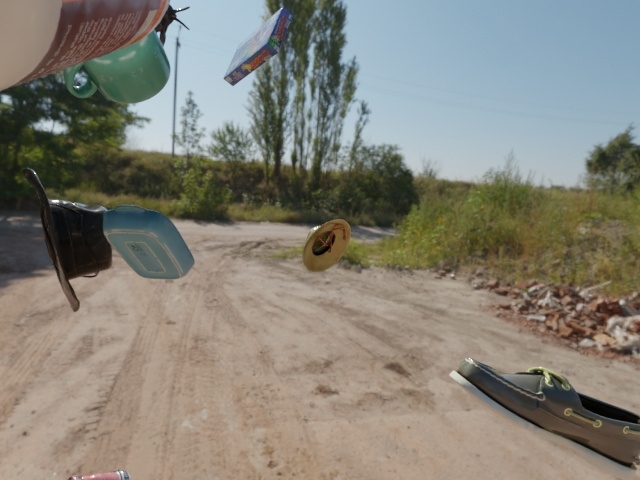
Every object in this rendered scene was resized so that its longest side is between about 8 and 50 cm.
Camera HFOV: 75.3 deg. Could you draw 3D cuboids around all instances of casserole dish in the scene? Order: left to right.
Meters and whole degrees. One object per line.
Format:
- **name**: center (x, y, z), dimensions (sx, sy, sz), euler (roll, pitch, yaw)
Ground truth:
- **casserole dish**: center (-0.281, 0.014, 0.681), dimensions (0.114, 0.036, 0.188), euler (1, -36, 5)

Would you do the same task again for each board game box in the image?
- **board game box**: center (-0.165, -0.498, 1.074), dimensions (0.035, 0.136, 0.201), euler (33, -28, -35)

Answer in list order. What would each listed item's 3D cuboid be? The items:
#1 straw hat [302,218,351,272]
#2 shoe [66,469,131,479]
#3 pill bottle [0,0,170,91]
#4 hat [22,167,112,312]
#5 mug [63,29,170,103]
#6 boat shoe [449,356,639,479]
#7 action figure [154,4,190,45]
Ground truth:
- **straw hat**: center (0.000, 0.000, 0.985), dimensions (0.145, 0.144, 0.061), euler (-3, 31, -41)
- **shoe**: center (-0.321, 0.401, 0.547), dimensions (0.064, 0.177, 0.081), euler (0, -19, 43)
- **pill bottle**: center (-0.276, -0.241, 0.321), dimensions (0.224, 0.223, 0.392), euler (3, 32, -3)
- **hat**: center (-0.535, -0.017, 0.922), dimensions (0.134, 0.331, 0.331), euler (-20, 19, -33)
- **mug**: center (-0.332, -0.298, 0.681), dimensions (0.130, 0.157, 0.097), euler (21, -19, 6)
- **boat shoe**: center (0.334, 0.237, 0.603), dimensions (0.305, 0.091, 0.109), euler (28, 3, -5)
- **action figure**: center (-0.450, -0.551, 0.968), dimensions (0.276, 0.164, 0.140), euler (0, 39, -20)
